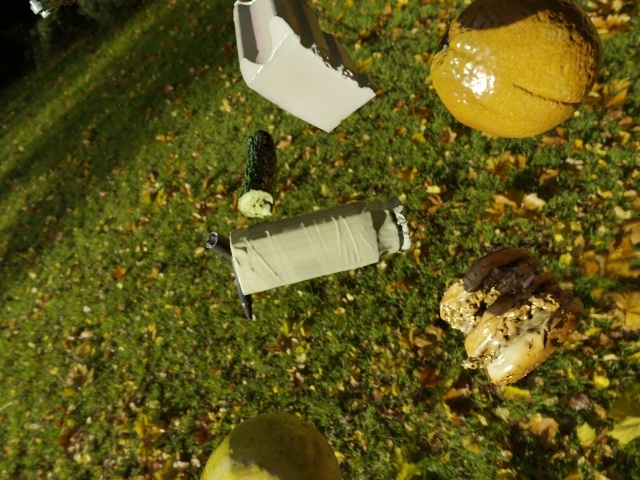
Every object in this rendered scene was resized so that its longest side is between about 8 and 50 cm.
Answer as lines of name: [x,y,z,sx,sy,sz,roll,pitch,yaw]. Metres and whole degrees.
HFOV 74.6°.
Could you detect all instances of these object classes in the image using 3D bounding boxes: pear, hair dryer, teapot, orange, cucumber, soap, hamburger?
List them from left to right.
hair dryer: [-0.201,0.090,1.006,0.050,0.173,0.194,-27,53,21]
cucumber: [-0.094,-0.107,0.652,0.058,0.058,0.187,-23,39,14]
pear: [-0.066,0.339,0.591,0.198,0.197,0.197,-16,49,20]
soap: [-0.042,-0.409,0.908,0.159,0.258,0.302,-42,45,35]
teapot: [0.000,0.000,0.504,0.201,0.077,0.107,-13,10,-3]
hamburger: [0.378,0.158,0.859,0.260,0.245,0.211,-42,59,8]
orange: [0.439,-0.401,0.973,0.357,0.322,0.322,6,48,-16]

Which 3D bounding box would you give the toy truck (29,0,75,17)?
toy truck: [-0.584,-0.569,0.901,0.140,0.108,0.257,-38,32,-7]
